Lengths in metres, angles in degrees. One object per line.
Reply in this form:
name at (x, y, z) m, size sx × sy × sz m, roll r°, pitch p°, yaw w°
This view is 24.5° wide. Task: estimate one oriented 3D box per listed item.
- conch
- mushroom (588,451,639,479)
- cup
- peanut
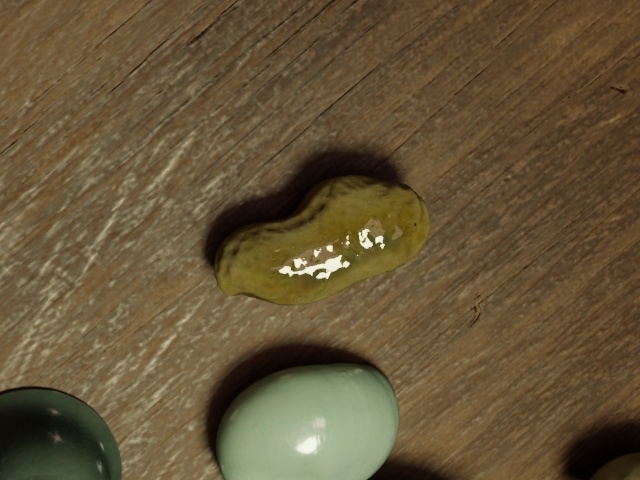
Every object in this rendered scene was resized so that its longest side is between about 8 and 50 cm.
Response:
conch at (-0.004, 0.220, 1.616) m, size 0.221 × 0.121 × 0.185 m, roll -17°, pitch 135°, yaw -17°
mushroom at (0.388, 0.363, 1.730) m, size 0.189 × 0.195 × 0.254 m, roll -20°, pitch 102°, yaw -46°
cup at (-0.292, 0.266, 1.511) m, size 0.199 × 0.150 × 0.199 m, roll -3°, pitch 101°, yaw -16°
peanut at (0.000, 0.000, 1.568) m, size 0.236 × 0.110 × 0.120 m, roll -16°, pitch 127°, yaw -5°
